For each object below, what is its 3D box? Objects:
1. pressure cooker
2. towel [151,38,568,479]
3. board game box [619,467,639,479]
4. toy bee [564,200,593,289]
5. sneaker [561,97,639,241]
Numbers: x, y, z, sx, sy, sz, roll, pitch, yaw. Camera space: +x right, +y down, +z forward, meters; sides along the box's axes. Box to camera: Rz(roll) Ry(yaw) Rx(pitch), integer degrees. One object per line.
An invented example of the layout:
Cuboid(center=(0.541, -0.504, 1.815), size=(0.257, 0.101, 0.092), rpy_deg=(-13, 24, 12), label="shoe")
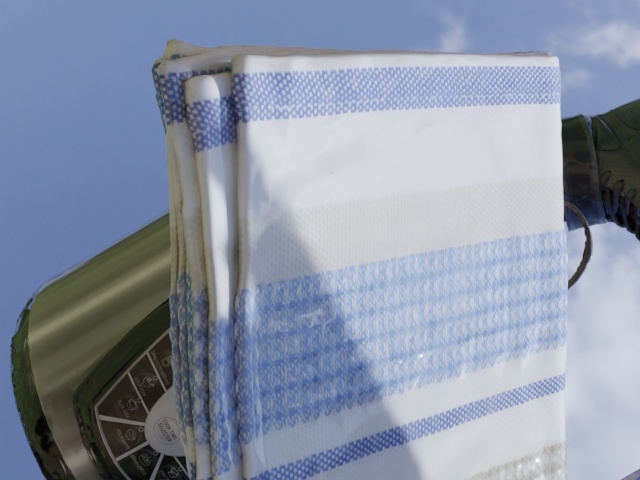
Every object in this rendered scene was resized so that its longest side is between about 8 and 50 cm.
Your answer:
Cuboid(center=(-0.066, 0.111, 1.239), size=(0.420, 0.370, 0.375), rpy_deg=(-28, -128, 13), label="pressure cooker")
Cuboid(center=(0.028, 0.064, 0.454), size=(0.209, 0.284, 0.034), rpy_deg=(-10, -169, -43), label="towel")
Cuboid(center=(0.536, 0.329, 1.283), size=(0.318, 0.318, 0.066), rpy_deg=(-29, -175, -3), label="board game box")
Cuboid(center=(0.000, 0.000, 0.794), size=(0.298, 0.162, 0.195), rpy_deg=(-31, -104, 44), label="toy bee")
Cuboid(center=(0.228, -0.016, 0.892), size=(0.164, 0.086, 0.226), rpy_deg=(-11, -135, 5), label="sneaker")
